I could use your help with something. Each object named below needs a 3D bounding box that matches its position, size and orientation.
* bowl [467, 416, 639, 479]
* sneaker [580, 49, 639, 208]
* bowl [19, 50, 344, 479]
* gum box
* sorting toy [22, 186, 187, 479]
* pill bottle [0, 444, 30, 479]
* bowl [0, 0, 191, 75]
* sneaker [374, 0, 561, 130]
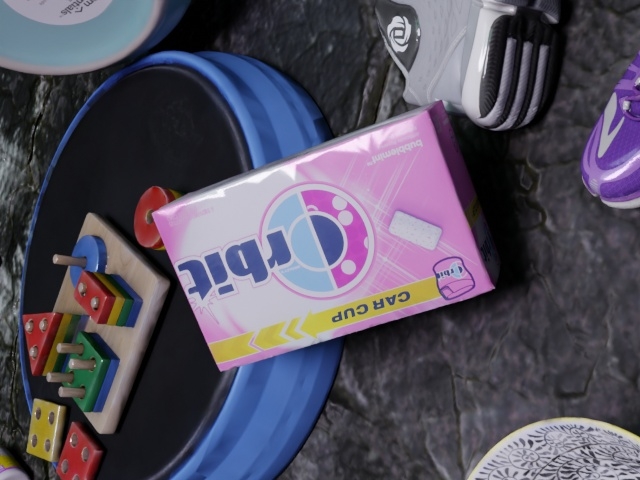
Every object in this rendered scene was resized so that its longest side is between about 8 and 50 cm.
[{"bbox_3d":[0.144,0.168,0.458,0.170,0.080,0.170,-12,75,52],"label":"bowl"},{"bbox_3d":[0.178,-0.095,0.489,0.068,0.071,0.170,49,118,42],"label":"sneaker"},{"bbox_3d":[-0.134,0.031,0.806,0.391,0.077,0.391,-12,73,46],"label":"bowl"},{"bbox_3d":[0.000,0.000,0.589,0.188,0.062,0.107,-18,98,19],"label":"gum box"},{"bbox_3d":[-0.190,0.068,0.767,0.132,0.046,0.274,36,109,46],"label":"sorting toy"},{"bbox_3d":[-0.332,0.237,1.005,0.083,0.043,0.043,26,101,48],"label":"pill bottle"},{"bbox_3d":[-0.212,-0.246,0.758,0.311,0.312,0.163,-37,47,37],"label":"bowl"},{"bbox_3d":[0.089,-0.186,0.600,0.132,0.086,0.228,17,96,51],"label":"sneaker"}]
